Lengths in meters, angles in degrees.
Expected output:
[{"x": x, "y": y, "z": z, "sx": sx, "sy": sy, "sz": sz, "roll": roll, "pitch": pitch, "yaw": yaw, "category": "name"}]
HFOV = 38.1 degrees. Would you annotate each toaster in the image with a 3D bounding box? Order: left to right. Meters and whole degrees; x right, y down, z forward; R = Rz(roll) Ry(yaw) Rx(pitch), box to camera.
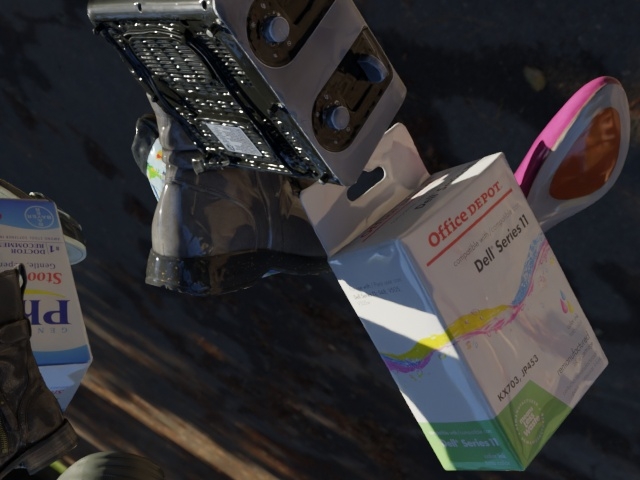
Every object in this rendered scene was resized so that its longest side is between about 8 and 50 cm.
[{"x": -0.052, "y": -0.129, "z": 0.639, "sx": 0.186, "sy": 0.110, "sz": 0.168, "roll": 13, "pitch": 150, "yaw": 47, "category": "toaster"}]

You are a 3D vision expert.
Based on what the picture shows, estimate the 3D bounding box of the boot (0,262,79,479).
[{"x": -0.391, "y": 0.161, "z": 0.965, "sx": 0.091, "sy": 0.263, "sz": 0.228, "roll": -13, "pitch": 102, "yaw": 46, "category": "boot"}]

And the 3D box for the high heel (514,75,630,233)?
[{"x": 0.257, "y": -0.077, "z": 1.183, "sx": 0.181, "sy": 0.127, "sz": 0.377, "roll": -114, "pitch": 34, "yaw": -43, "category": "high heel"}]

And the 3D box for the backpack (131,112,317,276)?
[{"x": -0.154, "y": -0.096, "z": 1.781, "sx": 0.356, "sy": 0.290, "sz": 0.273, "roll": 26, "pitch": 115, "yaw": 28, "category": "backpack"}]

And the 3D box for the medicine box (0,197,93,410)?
[{"x": -0.487, "y": 0.091, "z": 1.284, "sx": 0.149, "sy": 0.264, "sz": 0.289, "roll": -54, "pitch": 47, "yaw": 39, "category": "medicine box"}]

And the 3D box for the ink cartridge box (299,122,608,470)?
[{"x": 0.151, "y": 0.048, "z": 1.009, "sx": 0.119, "sy": 0.207, "sz": 0.353, "roll": -16, "pitch": 108, "yaw": 51, "category": "ink cartridge box"}]

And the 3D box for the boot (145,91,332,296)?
[{"x": -0.050, "y": -0.076, "z": 0.983, "sx": 0.118, "sy": 0.222, "sz": 0.338, "roll": 10, "pitch": -168, "yaw": 27, "category": "boot"}]

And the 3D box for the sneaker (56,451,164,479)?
[{"x": -0.178, "y": 0.248, "z": 0.601, "sx": 0.087, "sy": 0.130, "sz": 0.227, "roll": 29, "pitch": 123, "yaw": -30, "category": "sneaker"}]

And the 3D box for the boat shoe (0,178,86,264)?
[{"x": -0.489, "y": -0.043, "z": 1.570, "sx": 0.084, "sy": 0.079, "sz": 0.233, "roll": -22, "pitch": 142, "yaw": 21, "category": "boat shoe"}]
